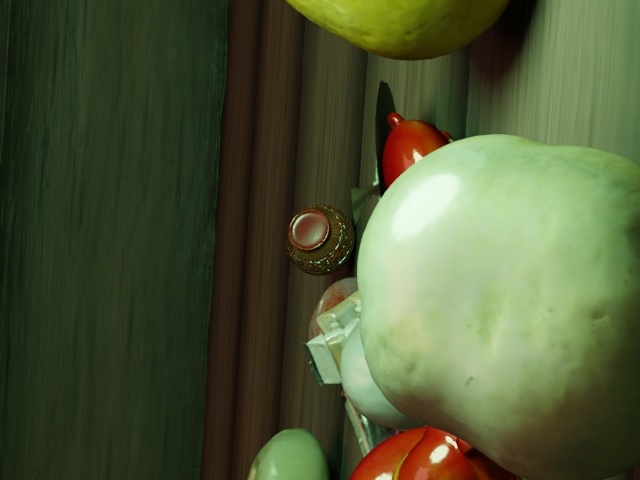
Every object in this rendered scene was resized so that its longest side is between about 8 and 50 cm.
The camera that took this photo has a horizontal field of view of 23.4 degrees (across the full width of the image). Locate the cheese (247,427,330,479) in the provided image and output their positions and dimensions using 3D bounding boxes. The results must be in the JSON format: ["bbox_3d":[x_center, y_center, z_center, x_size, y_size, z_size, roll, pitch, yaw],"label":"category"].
[{"bbox_3d":[-0.057,0.435,2.187,0.351,0.129,0.328,140,130,-72],"label":"cheese"}]

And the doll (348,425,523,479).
[{"bbox_3d":[0.093,0.255,1.377,0.160,0.182,0.363,54,147,23],"label":"doll"}]

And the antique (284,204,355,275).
[{"bbox_3d":[0.000,0.000,2.134,0.104,0.104,0.104,-176,90,-79],"label":"antique"}]

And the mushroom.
[{"bbox_3d":[0.160,0.048,1.102,0.234,0.254,0.260,12,-126,-60],"label":"mushroom"}]

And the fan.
[{"bbox_3d":[0.063,-0.058,1.646,0.414,0.012,0.233,-19,-78,-78],"label":"fan"}]

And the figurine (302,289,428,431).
[{"bbox_3d":[0.080,0.126,1.644,0.162,0.141,0.237,70,167,-12],"label":"figurine"}]

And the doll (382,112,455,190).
[{"bbox_3d":[0.118,-0.037,1.603,0.183,0.085,0.217,84,171,-58],"label":"doll"}]

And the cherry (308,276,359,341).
[{"bbox_3d":[0.027,0.113,1.981,0.106,0.087,0.126,123,146,-60],"label":"cherry"}]

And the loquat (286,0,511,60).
[{"bbox_3d":[0.081,-0.303,1.471,0.275,0.275,0.275,-176,90,-79],"label":"loquat"}]

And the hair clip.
[{"bbox_3d":[0.080,0.279,1.704,0.106,0.084,0.292,122,145,-57],"label":"hair clip"}]
